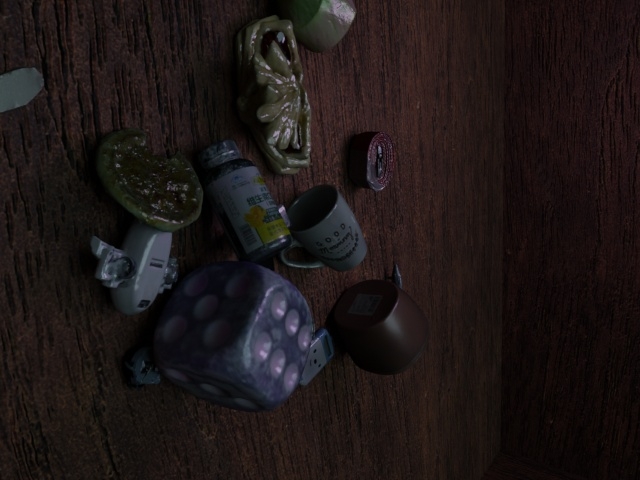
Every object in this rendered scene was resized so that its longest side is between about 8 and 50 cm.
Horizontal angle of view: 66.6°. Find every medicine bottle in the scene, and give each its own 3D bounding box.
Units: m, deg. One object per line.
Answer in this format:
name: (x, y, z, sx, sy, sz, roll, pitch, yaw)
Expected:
medicine bottle: (-0.190, -0.093, 1.174, 0.141, 0.141, 0.293, -25, 86, -47)

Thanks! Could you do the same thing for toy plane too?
toy plane: (-0.383, 0.033, 1.035, 0.252, 0.118, 0.251, 9, 90, -70)
toy plane: (0.291, 0.224, 1.929, 0.212, 0.088, 0.267, -17, 100, -50)

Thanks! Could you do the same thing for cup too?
cup: (0.000, 0.000, 1.463, 0.258, 0.186, 0.234, -39, 125, -2)

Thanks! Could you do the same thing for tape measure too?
tape measure: (-0.399, 0.283, 1.097, 0.091, 0.054, 0.094, -4, 100, -57)

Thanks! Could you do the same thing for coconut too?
coconut: (-0.005, -0.634, 1.341, 0.236, 0.236, 0.204, 16, 95, -51)

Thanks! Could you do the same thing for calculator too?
calculator: (-0.024, 0.377, 1.588, 0.210, 0.039, 0.121, -37, 124, -43)

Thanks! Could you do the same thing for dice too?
dice: (-0.195, 0.224, 1.135, 0.270, 0.272, 0.270, 59, 40, -43)

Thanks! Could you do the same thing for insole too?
insole: (-0.158, 0.097, 1.411, 0.080, 0.003, 0.231, -30, 118, -45)
insole: (-0.569, -0.248, 0.849, 0.192, 0.010, 0.063, -46, 127, -36)

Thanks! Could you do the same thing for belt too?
belt: (0.171, -0.274, 1.678, 0.128, 0.124, 0.200, -6, 106, -33)

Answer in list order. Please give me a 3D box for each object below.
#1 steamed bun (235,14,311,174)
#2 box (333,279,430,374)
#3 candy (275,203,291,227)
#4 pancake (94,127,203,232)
steamed bun: (-0.118, -0.366, 1.265, 0.247, 0.189, 0.427, -22, 112, -40)
box: (0.200, 0.282, 1.659, 0.301, 0.301, 0.216, -55, 129, -31)
candy: (-0.162, -0.035, 1.319, 0.160, 0.092, 0.073, -44, 129, -37)
pancake: (-0.349, -0.128, 1.021, 0.254, 0.037, 0.253, 35, 36, -30)
